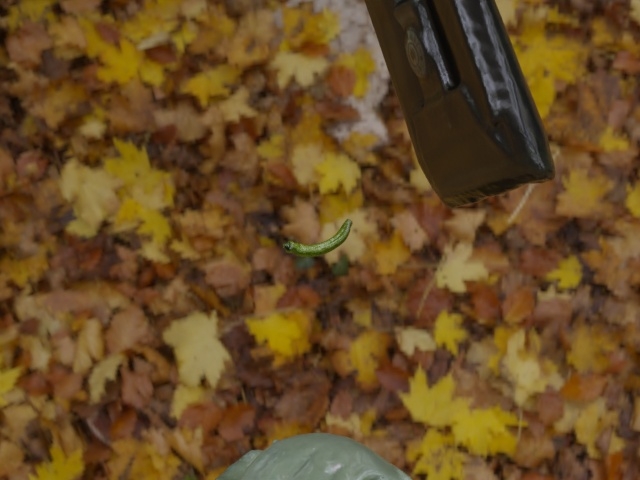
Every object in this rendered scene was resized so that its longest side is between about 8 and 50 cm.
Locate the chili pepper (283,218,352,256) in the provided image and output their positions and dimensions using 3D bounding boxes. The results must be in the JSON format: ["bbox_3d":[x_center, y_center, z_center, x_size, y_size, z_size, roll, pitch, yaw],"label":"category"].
[{"bbox_3d":[0.000,0.000,1.311,0.083,0.017,0.030,-14,84,-23],"label":"chili pepper"}]

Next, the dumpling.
[{"bbox_3d":[-0.002,0.252,1.146,0.219,0.108,0.152,7,50,29],"label":"dumpling"}]

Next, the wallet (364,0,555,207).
[{"bbox_3d":[0.066,-0.142,0.780,0.052,0.168,0.245,-22,92,-11],"label":"wallet"}]
